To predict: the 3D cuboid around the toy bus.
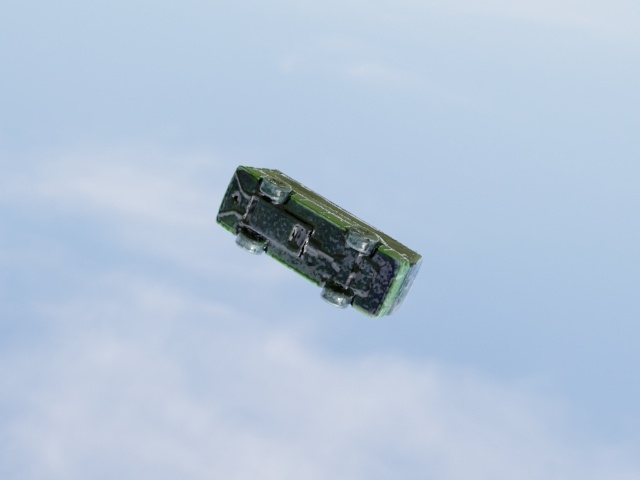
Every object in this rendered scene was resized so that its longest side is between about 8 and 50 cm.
[{"bbox_3d":[0.000,0.000,0.644,0.083,0.031,0.037,31,-165,25],"label":"toy bus"}]
